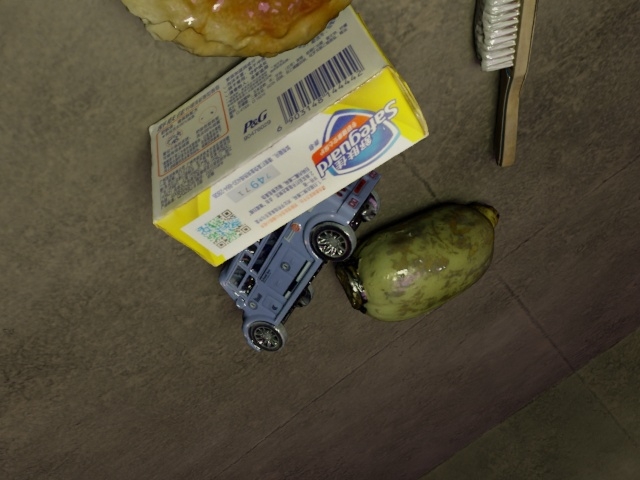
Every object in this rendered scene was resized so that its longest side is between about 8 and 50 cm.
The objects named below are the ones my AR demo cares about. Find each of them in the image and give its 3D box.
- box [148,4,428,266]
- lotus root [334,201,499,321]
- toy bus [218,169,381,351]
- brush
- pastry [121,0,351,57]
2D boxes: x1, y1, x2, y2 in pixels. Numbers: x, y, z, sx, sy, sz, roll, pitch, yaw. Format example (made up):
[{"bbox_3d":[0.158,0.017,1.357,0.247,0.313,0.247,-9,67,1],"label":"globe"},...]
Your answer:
[{"bbox_3d":[-0.044,-0.113,0.558,0.265,0.168,0.097,-32,136,12],"label":"box"},{"bbox_3d":[0.178,0.025,0.882,0.309,0.173,0.173,-25,141,-17],"label":"lotus root"},{"bbox_3d":[-0.042,0.016,0.721,0.292,0.133,0.125,-56,178,37],"label":"toy bus"},{"bbox_3d":[0.241,-0.219,0.734,0.065,0.070,0.328,-11,142,6],"label":"brush"},{"bbox_3d":[-0.061,-0.274,0.443,0.256,0.121,0.236,-28,145,-6],"label":"pastry"}]
